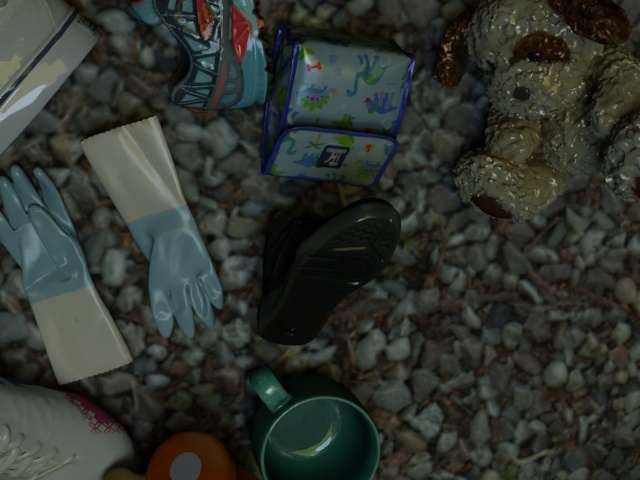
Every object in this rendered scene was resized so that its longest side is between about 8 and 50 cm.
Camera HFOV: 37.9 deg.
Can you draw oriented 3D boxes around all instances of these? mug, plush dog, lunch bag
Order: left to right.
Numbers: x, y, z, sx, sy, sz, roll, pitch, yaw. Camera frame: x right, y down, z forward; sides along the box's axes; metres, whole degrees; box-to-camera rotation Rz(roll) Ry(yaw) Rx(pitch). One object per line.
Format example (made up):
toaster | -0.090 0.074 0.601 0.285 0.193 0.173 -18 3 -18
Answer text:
mug | -0.011 0.198 1.000 0.129 0.097 0.158 -6 103 -12
lunch bag | 0.013 -0.129 0.939 0.128 0.096 0.151 5 115 -17
plush dog | 0.240 -0.163 0.938 0.225 0.262 0.211 51 54 -28

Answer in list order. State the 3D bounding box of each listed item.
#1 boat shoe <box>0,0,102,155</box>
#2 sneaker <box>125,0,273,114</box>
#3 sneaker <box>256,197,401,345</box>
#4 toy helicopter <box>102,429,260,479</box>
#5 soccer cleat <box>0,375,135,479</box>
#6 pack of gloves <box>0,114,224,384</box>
boat shoe | -0.370 -0.099 0.824 0.156 0.136 0.367 41 88 -19
sneaker | -0.124 -0.244 0.869 0.125 0.104 0.262 -14 105 -8
sneaker | 0.000 0.000 0.917 0.087 0.227 0.130 10 55 -21
toy helicopter | -0.212 0.335 0.884 0.354 0.235 0.140 -13 146 9
soccer cleat | -0.318 0.184 0.881 0.331 0.143 0.116 32 93 -28
pack of gloves | -0.214 0.010 0.946 0.195 0.046 0.232 -18 105 4
